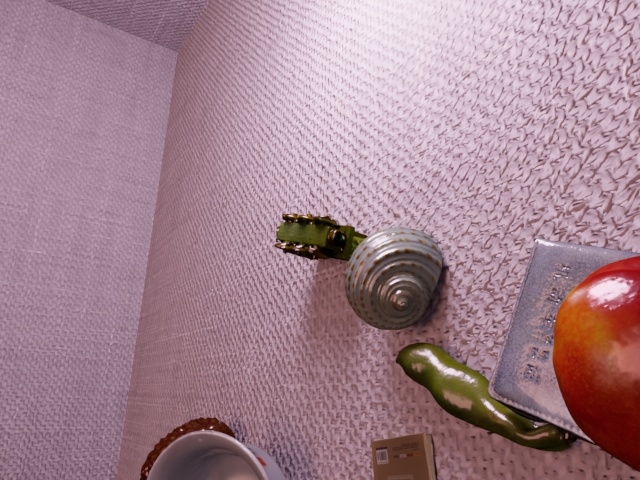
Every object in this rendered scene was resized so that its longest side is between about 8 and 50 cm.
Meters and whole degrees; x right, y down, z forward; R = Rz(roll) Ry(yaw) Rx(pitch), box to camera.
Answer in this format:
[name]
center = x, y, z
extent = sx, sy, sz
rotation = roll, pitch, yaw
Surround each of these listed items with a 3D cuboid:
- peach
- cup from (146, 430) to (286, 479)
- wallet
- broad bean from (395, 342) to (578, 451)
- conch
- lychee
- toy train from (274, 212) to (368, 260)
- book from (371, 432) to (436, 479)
[peach]
center = 0.307, 0.106, 0.437
extent = 0.192, 0.190, 0.190
rotation = 6, 84, 50
[cup]
center = -0.192, 0.571, 1.075
extent = 0.347, 0.163, 0.347
rotation = -7, 75, 27
[wallet]
center = 0.297, 0.111, 0.599
extent = 0.167, 0.036, 0.222
rotation = 14, 85, 52
[broad bean]
center = 0.220, 0.208, 0.710
extent = 0.318, 0.056, 0.098
rotation = 5, 65, 51
[conch]
center = 0.105, 0.055, 0.873
extent = 0.200, 0.131, 0.172
rotation = 40, 114, 55
[lychee]
center = -0.320, 0.579, 1.288
extent = 0.271, 0.236, 0.236
rotation = -54, 29, -11
[toy train]
center = 0.000, 0.000, 1.066
extent = 0.225, 0.137, 0.090
rotation = 8, 82, 55
[book]
center = 0.133, 0.411, 0.802
extent = 0.138, 0.016, 0.198
rotation = -35, 50, 48
